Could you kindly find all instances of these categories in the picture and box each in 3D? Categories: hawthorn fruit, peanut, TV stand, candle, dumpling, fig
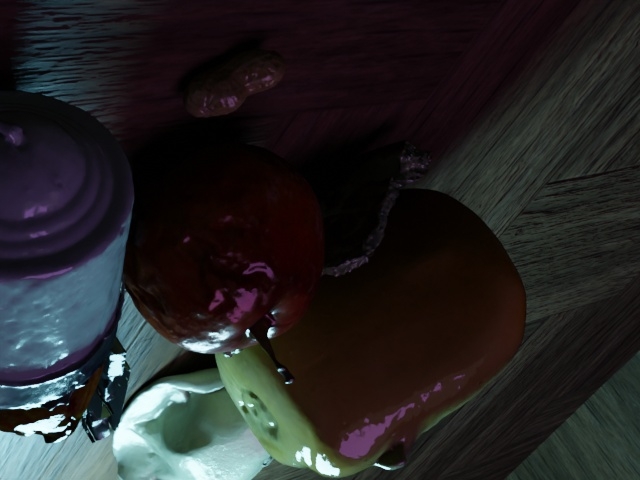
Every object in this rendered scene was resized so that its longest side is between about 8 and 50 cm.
[{"bbox_3d":[-0.096,0.037,1.587,0.241,0.272,0.242,-25,169,-5],"label":"hawthorn fruit"},{"bbox_3d":[-0.088,-0.161,1.488,0.113,0.054,0.054,-28,157,-7],"label":"peanut"},{"bbox_3d":[-0.286,0.198,1.958,0.042,0.036,0.249,-22,154,-26],"label":"TV stand"},{"bbox_3d":[-0.279,0.000,1.324,0.221,0.221,0.343,-23,155,-27],"label":"candle"},{"bbox_3d":[-0.167,0.258,2.147,0.242,0.187,0.318,29,112,-22],"label":"dumpling"},{"bbox_3d":[-0.315,0.125,1.559,0.205,0.205,0.205,-29,157,-13],"label":"fig"}]

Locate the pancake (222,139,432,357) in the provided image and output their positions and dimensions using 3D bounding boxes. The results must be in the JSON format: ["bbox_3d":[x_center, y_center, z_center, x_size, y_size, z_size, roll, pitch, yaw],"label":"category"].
[{"bbox_3d":[0.002,0.003,1.762,0.376,0.197,0.054,-41,123,-13],"label":"pancake"}]

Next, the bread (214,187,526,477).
[{"bbox_3d":[0.057,0.101,1.884,0.376,0.253,0.348,-29,-159,-18],"label":"bread"}]
